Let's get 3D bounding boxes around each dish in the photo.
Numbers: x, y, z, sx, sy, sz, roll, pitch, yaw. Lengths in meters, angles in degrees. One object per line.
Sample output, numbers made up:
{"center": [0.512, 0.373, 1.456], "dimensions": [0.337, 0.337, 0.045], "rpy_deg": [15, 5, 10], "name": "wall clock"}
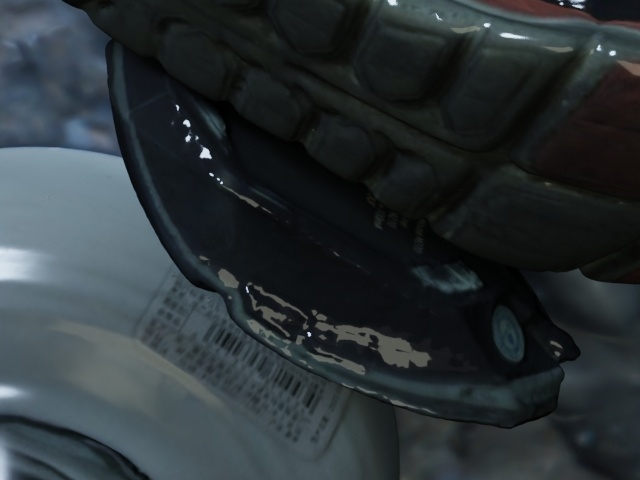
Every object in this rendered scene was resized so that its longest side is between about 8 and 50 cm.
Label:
{"center": [-0.110, 0.114, 0.528], "dimensions": [0.273, 0.134, 0.273], "rpy_deg": [2, 114, 5], "name": "dish"}

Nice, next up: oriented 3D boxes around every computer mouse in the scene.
{"center": [0.000, 0.000, 0.483], "dimensions": [0.192, 0.106, 0.062], "rpy_deg": [38, 118, -9], "name": "computer mouse"}

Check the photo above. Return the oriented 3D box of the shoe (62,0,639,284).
{"center": [0.039, -0.091, 0.425], "dimensions": [0.291, 0.137, 0.114], "rpy_deg": [29, 150, 3], "name": "shoe"}
